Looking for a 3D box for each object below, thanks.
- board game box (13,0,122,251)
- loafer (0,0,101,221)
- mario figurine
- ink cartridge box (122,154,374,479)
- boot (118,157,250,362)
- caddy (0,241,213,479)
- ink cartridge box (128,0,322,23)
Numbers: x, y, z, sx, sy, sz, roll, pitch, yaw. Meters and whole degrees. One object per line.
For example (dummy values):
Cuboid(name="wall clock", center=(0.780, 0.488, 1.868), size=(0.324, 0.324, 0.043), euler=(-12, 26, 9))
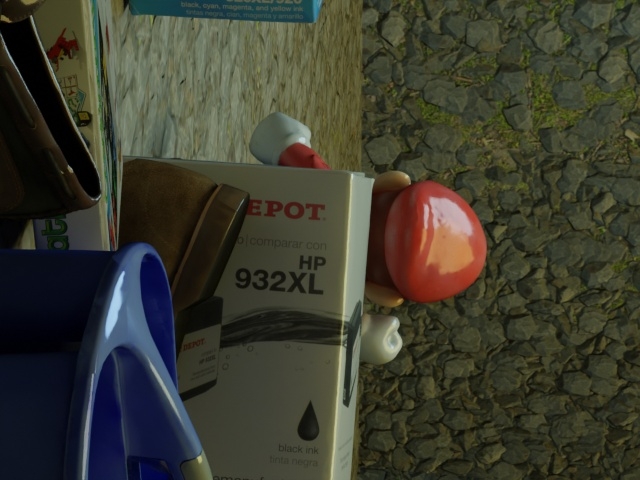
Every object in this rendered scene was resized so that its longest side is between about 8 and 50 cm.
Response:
Cuboid(name="board game box", center=(-0.169, -0.130, 1.181), size=(0.193, 0.053, 0.305), euler=(-96, -175, -57))
Cuboid(name="loafer", center=(-0.184, -0.132, 1.001), size=(0.109, 0.095, 0.302), euler=(-79, 171, -45))
Cuboid(name="mario figurine", center=(0.000, 0.000, 1.700), size=(0.170, 0.320, 0.198), euler=(-77, 169, -50))
Cuboid(name="ink cartridge box", center=(-0.083, 0.087, 1.469), size=(0.129, 0.223, 0.307), euler=(-1, 95, -82))
Cuboid(name="boot", center=(-0.166, 0.082, 1.358), size=(0.112, 0.115, 0.305), euler=(85, 28, -84))
Cuboid(name="caddy", center=(-0.153, 0.158, 1.107), size=(0.241, 0.179, 0.341), euler=(-76, 168, -52))
Cuboid(name="ink cartridge box", center=(-0.074, -0.330, 1.505), size=(0.171, 0.168, 0.233), euler=(-75, 167, -53))
